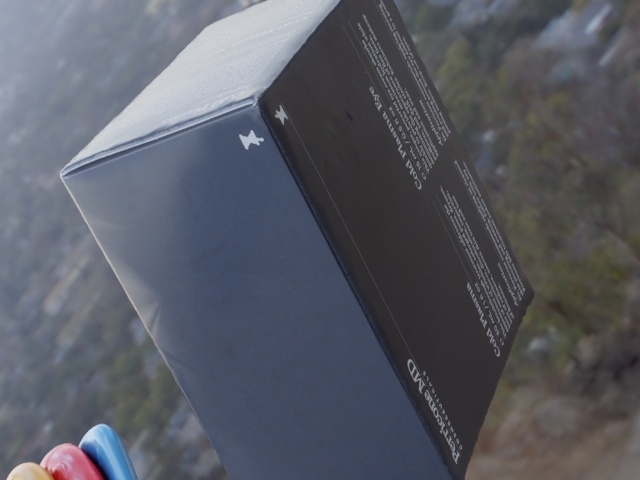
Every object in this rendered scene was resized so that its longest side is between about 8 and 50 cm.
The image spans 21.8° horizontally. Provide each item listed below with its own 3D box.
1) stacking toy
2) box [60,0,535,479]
[{"bbox_3d":[-0.302,0.284,1.463,0.301,0.166,0.175,-13,-26,-27],"label":"stacking toy"},{"bbox_3d":[0.000,0.000,1.330,0.179,0.343,0.312,-19,19,25],"label":"box"}]
